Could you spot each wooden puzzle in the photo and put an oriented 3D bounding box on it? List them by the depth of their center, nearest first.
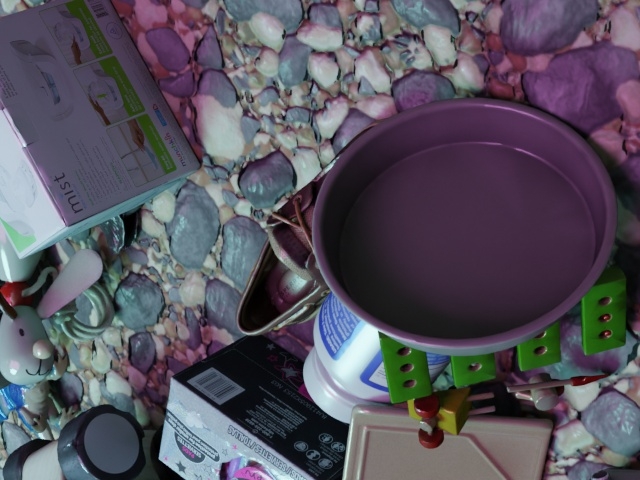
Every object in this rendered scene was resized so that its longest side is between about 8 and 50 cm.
[{"bbox_3d":[0.134,0.276,1.675,0.221,0.044,0.238,5,124,-3],"label":"wooden puzzle"}]

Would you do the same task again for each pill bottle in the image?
[{"bbox_3d":[0.084,0.081,1.613,0.152,0.152,0.272,47,135,14],"label":"pill bottle"}]

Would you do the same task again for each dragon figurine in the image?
[{"bbox_3d":[-0.442,0.231,2.218,0.144,0.085,0.289,7,111,43],"label":"dragon figurine"}]

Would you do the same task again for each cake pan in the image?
[{"bbox_3d":[0.140,-0.011,1.446,0.293,0.293,0.054,31,157,27],"label":"cake pan"}]

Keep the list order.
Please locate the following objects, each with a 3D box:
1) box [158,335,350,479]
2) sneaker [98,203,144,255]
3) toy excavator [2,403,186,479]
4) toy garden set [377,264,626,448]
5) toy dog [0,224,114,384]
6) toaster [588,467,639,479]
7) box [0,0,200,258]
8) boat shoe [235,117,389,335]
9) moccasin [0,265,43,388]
[{"bbox_3d":[-0.053,0.252,1.816,0.247,0.163,0.142,31,127,28],"label":"box"},{"bbox_3d":[-0.288,-0.071,1.948,0.089,0.051,0.170,-37,88,42],"label":"sneaker"},{"bbox_3d":[-0.189,0.465,1.984,0.222,0.433,0.445,-28,62,46],"label":"toy excavator"},{"bbox_3d":[0.185,0.115,1.516,0.203,0.244,0.049,78,178,-47],"label":"toy garden set"},{"bbox_3d":[-0.371,0.003,1.938,0.161,0.220,0.333,-19,97,48],"label":"toy dog"},{"bbox_3d":[0.353,0.337,1.515,0.146,0.129,0.227,-12,101,43],"label":"toaster"},{"bbox_3d":[-0.313,-0.146,1.804,0.127,0.231,0.262,-29,91,46],"label":"box"},{"bbox_3d":[0.000,0.000,1.668,0.123,0.123,0.342,52,136,10],"label":"boat shoe"},{"bbox_3d":[-0.486,0.023,2.099,0.147,0.139,0.380,2,104,53],"label":"moccasin"}]
